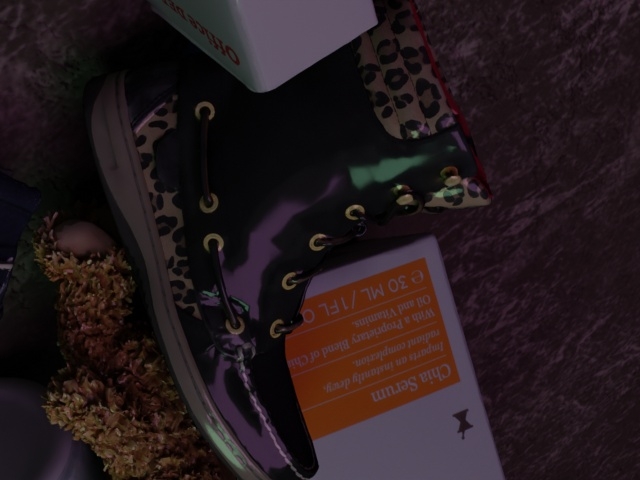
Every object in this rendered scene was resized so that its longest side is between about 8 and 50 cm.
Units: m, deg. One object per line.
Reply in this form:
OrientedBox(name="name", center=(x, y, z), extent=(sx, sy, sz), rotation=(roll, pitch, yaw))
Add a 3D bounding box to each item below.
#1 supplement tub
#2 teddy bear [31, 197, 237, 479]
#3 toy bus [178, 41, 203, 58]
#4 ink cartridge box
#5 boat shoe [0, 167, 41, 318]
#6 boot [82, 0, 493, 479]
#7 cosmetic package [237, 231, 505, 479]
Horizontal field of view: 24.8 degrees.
OrientedBox(name="supplement tub", center=(-0.258, 0.290, 1.334), extent=(0.194, 0.193, 0.316), rotation=(-33, 135, -14))
OrientedBox(name="teddy bear", center=(-0.164, 0.125, 1.230), extent=(0.113, 0.245, 0.338), rotation=(-19, 110, 5))
OrientedBox(name="toy bus", center=(-0.003, -0.172, 1.254), extent=(0.202, 0.104, 0.191), rotation=(1, 120, -37))
OrientedBox(name="ink cartridge box", center=(-0.081, -0.272, 1.053), extent=(0.115, 0.198, 0.272), rotation=(-33, 135, -15))
OrientedBox(name="boat shoe", center=(-0.369, -0.028, 1.089), extent=(0.341, 0.127, 0.158), rotation=(22, 94, -48))
OrientedBox(name="boot", center=(0.000, 0.000, 1.172), extent=(0.284, 0.138, 0.377), rotation=(-21, 93, 9))
OrientedBox(name="cosmetic package", center=(0.042, 0.241, 1.389), extent=(0.230, 0.161, 0.453), rotation=(-19, 95, -26))
